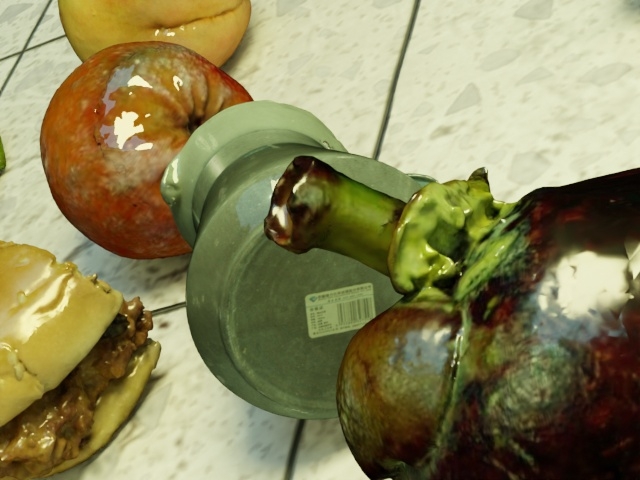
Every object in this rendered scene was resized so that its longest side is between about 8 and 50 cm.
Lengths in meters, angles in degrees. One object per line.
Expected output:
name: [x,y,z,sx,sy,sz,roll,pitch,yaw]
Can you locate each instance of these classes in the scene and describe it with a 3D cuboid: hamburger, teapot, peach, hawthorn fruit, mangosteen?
hamburger: [-0.254,0.095,1.202,0.282,0.155,0.245,-36,38,6]
teapot: [0.000,0.000,1.102,0.203,0.171,0.225,-5,22,-13]
peach: [-0.148,-0.215,1.493,0.184,0.184,0.184,-24,33,17]
hawthorn fruit: [-0.132,-0.065,1.291,0.173,0.173,0.173,-24,33,17]
mangosteen: [0.107,0.044,0.811,0.231,0.289,0.231,-48,6,6]

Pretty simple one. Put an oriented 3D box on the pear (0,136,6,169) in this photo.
pear: [-0.439,-0.045,1.548,0.292,0.159,0.292,-26,29,15]
